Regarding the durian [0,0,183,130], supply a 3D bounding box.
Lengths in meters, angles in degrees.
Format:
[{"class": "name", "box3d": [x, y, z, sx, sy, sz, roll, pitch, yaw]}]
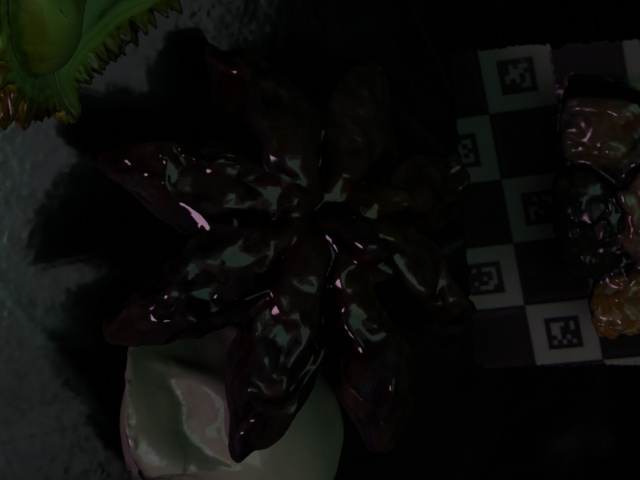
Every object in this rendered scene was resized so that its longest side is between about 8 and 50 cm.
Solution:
[{"class": "durian", "box3d": [-0.148, -0.169, 0.801, 0.237, 0.176, 0.200, -59, 165, -23]}]

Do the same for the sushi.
[{"class": "sushi", "box3d": [0.174, -0.011, 1.028, 0.192, 0.050, 0.215, -2, 110, 15]}]

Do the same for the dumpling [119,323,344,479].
[{"class": "dumpling", "box3d": [-0.047, 0.100, 0.999, 0.176, 0.092, 0.150, 19, 83, -24]}]

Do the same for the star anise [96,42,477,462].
[{"class": "star anise", "box3d": [0.001, 0.001, 0.937, 0.236, 0.109, 0.223, 47, 59, -12]}]
